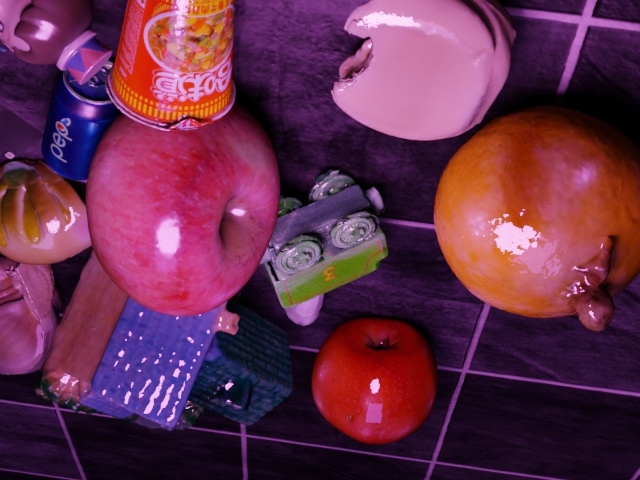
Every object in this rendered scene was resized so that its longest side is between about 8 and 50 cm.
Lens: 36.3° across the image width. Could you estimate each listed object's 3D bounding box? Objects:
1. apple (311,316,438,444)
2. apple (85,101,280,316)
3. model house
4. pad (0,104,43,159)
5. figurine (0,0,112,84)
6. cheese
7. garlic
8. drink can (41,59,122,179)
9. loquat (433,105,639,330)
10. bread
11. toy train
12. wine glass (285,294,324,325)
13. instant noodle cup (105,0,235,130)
[{"bbox_3d":[0.110,0.278,1.963,0.260,0.260,0.216,10,120,0],"label":"apple"},{"bbox_3d":[-0.223,-0.065,1.496,0.269,0.344,0.344,17,150,29],"label":"apple"},{"bbox_3d":[-0.259,0.222,1.843,0.343,0.334,0.382,12,166,43],"label":"model house"},{"bbox_3d":[-0.576,-0.210,1.659,0.116,0.004,0.193,-23,132,36],"label":"pad"},{"bbox_3d":[-0.414,-0.320,1.336,0.276,0.158,0.161,19,122,-13],"label":"figurine"},{"bbox_3d":[0.131,-0.252,1.338,0.233,0.127,0.266,17,142,-11],"label":"cheese"},{"bbox_3d":[-0.644,0.149,1.999,0.292,0.210,0.237,-31,135,31],"label":"garlic"},{"bbox_3d":[-0.372,-0.192,1.541,0.118,0.118,0.205,18,144,-11],"label":"drink can"},{"bbox_3d":[0.341,-0.020,1.431,0.328,0.359,0.328,-12,142,-10],"label":"loquat"},{"bbox_3d":[-0.514,-0.042,1.745,0.261,0.156,0.158,-5,144,18],"label":"bread"},{"bbox_3d":[0.000,0.000,1.660,0.243,0.132,0.188,-24,143,-6],"label":"toy train"},{"bbox_3d":[-0.015,0.096,1.899,0.073,0.073,0.155,17,140,-10],"label":"wine glass"},{"bbox_3d":[-0.192,-0.288,1.329,0.193,0.193,0.212,13,136,-5],"label":"instant noodle cup"}]
